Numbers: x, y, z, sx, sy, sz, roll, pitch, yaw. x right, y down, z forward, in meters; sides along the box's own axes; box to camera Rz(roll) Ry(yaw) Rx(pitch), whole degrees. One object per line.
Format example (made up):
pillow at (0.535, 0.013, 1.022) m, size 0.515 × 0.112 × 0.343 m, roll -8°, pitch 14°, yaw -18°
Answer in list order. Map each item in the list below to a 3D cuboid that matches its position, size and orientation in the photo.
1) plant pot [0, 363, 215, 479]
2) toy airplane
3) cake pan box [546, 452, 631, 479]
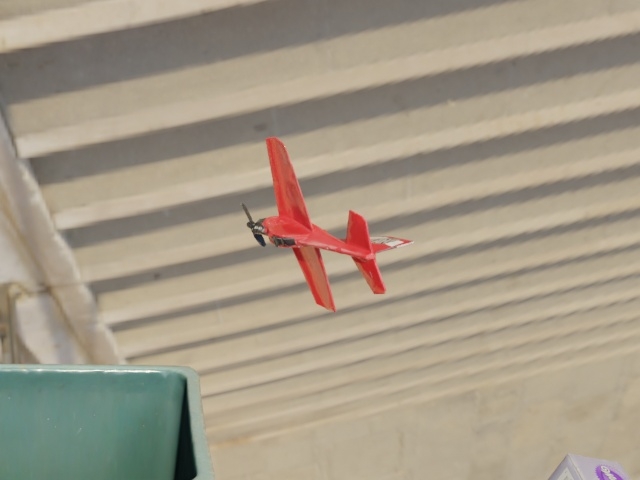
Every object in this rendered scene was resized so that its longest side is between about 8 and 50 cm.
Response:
plant pot at (-0.214, 0.247, 0.870) m, size 0.248 × 0.247 × 0.252 m, roll 2°, pitch 103°, yaw -9°
toy airplane at (0.000, 0.000, 0.850) m, size 0.028 × 0.151 × 0.151 m, roll -41°, pitch 158°, yaw -37°
cake pan box at (0.200, 0.338, 0.919) m, size 0.070 × 0.266 × 0.245 m, roll 15°, pitch 119°, yaw -28°
